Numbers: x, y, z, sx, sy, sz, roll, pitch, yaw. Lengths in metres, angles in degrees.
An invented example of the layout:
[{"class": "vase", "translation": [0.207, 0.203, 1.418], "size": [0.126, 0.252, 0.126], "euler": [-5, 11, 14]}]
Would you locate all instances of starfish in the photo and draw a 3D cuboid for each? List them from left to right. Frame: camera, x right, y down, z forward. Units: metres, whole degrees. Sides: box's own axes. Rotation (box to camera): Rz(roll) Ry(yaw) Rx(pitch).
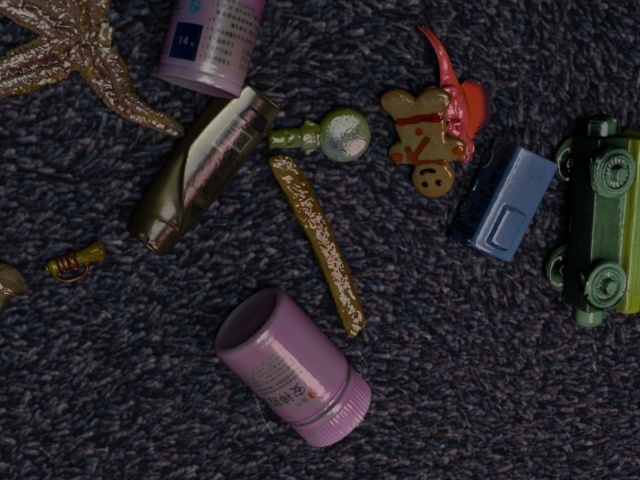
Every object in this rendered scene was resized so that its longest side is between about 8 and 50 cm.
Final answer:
[{"class": "starfish", "translation": [-0.435, -0.330, 1.739], "size": [0.383, 0.132, 0.398], "euler": [-11, 131, -15]}]

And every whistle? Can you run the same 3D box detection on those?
[{"class": "whistle", "translation": [-0.445, 0.039, 1.904], "size": [0.109, 0.057, 0.046], "euler": [-22, 67, -1]}, {"class": "whistle", "translation": [-0.003, -0.197, 1.965], "size": [0.198, 0.057, 0.104], "euler": [-5, 113, -8]}]

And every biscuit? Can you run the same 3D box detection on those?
[{"class": "biscuit", "translation": [0.202, -0.185, 1.999], "size": [0.153, 0.030, 0.234], "euler": [0, 124, 21]}]

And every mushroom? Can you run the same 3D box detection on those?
[{"class": "mushroom", "translation": [-0.605, 0.139, 1.848], "size": [0.081, 0.092, 0.223], "euler": [34, 87, 11]}]

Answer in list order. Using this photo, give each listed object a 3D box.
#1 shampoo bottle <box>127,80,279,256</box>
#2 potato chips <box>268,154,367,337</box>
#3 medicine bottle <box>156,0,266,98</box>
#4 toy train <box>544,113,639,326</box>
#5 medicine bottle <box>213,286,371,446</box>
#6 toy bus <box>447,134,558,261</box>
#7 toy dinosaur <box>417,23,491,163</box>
[{"class": "shampoo bottle", "translation": [-0.216, -0.132, 1.889], "size": [0.350, 0.084, 0.125], "euler": [-53, 136, 3]}, {"class": "potato chips", "translation": [0.000, 0.000, 2.008], "size": [0.057, 0.080, 0.407], "euler": [-21, 113, 7]}, {"class": "medicine bottle", "translation": [-0.177, -0.383, 1.776], "size": [0.152, 0.152, 0.254], "euler": [14, 89, -21]}, {"class": "toy train", "translation": [0.619, -0.042, 2.148], "size": [0.272, 0.179, 0.442], "euler": [-6, 106, -23]}, {"class": "medicine bottle", "translation": [-0.051, 0.245, 2.007], "size": [0.178, 0.178, 0.291], "euler": [-42, 114, -2]}, {"class": "toy bus", "translation": [0.361, -0.076, 2.068], "size": [0.116, 0.133, 0.234], "euler": [22, 98, -23]}, {"class": "toy dinosaur", "translation": [0.274, -0.293, 2.024], "size": [0.139, 0.070, 0.286], "euler": [-19, 108, -23]}]
